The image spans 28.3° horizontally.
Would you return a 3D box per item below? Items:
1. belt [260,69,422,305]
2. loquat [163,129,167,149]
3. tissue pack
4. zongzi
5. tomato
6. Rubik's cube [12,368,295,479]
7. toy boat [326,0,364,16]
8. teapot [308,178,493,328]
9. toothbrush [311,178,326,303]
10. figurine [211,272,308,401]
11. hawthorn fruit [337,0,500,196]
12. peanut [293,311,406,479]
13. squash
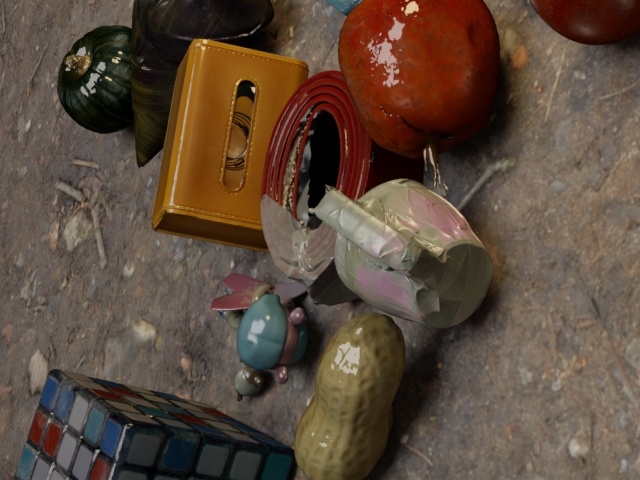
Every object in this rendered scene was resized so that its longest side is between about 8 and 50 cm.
[{"bbox_3d":[0.027,-0.073,1.770,0.227,0.115,0.323,-19,61,44],"label":"belt"},{"bbox_3d":[-0.182,-0.152,2.067,0.152,0.152,0.195,-15,56,49],"label":"loquat"},{"bbox_3d":[-0.136,-0.142,1.920,0.145,0.194,0.274,134,144,-72],"label":"tissue pack"},{"bbox_3d":[-0.251,-0.396,2.238,0.432,0.208,0.403,-55,32,41],"label":"zongzi"},{"bbox_3d":[0.320,-0.306,1.469,0.167,0.167,0.167,-25,56,45],"label":"tomato"},{"bbox_3d":[-0.253,0.372,1.809,0.293,0.287,0.291,19,91,55],"label":"Rubik's cube"},{"bbox_3d":[0.035,-0.411,1.934,0.102,0.088,0.215,-55,38,16],"label":"toy boat"},{"bbox_3d":[0.115,0.005,1.551,0.163,0.221,0.178,-39,40,-14],"label":"teapot"},{"bbox_3d":[0.000,0.000,1.866,0.019,0.013,0.193,-24,58,56],"label":"toothbrush"},{"bbox_3d":[-0.106,0.139,1.874,0.205,0.103,0.260,-67,26,4],"label":"figurine"},{"bbox_3d":[0.133,-0.196,1.628,0.211,0.211,0.299,-21,73,47],"label":"hawthorn fruit"},{"bbox_3d":[0.044,0.201,1.615,0.123,0.124,0.256,49,130,50],"label":"peanut"},{"bbox_3d":[-0.393,-0.303,2.377,0.218,0.172,0.218,-31,25,16],"label":"squash"}]
